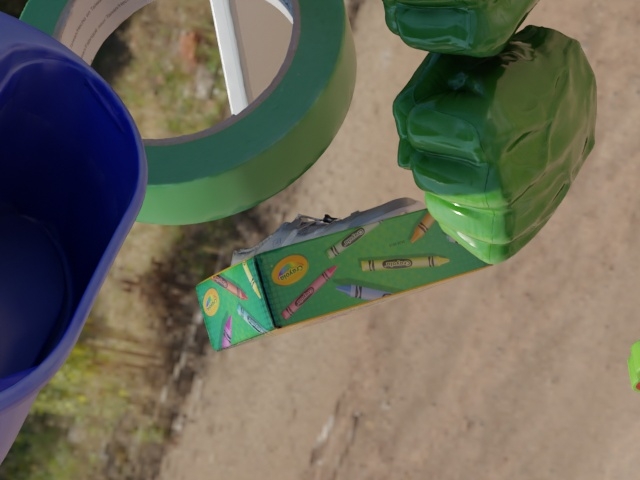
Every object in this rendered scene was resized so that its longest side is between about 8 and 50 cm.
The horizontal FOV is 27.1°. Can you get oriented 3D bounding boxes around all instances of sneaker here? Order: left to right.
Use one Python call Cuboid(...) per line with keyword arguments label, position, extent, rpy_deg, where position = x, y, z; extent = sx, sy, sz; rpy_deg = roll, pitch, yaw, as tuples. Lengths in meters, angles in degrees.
Cuboid(label="sneaker", position=(0.000, 0.000, 1.673), extent=(0.281, 0.105, 0.115), rpy_deg=(-22, 53, 12))

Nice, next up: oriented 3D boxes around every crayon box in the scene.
Cuboid(label="crayon box", position=(0.026, 0.037, 1.431), extent=(0.165, 0.278, 0.081), rpy_deg=(-26, 80, 61))

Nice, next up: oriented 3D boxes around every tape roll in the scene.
Cuboid(label="tape roll", position=(-0.129, -0.171, 1.252), extent=(0.077, 0.321, 0.321), rpy_deg=(70, -160, -61))

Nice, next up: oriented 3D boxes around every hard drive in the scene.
Cuboid(label="hard drive", position=(-0.103, -0.359, 1.911), extent=(0.203, 0.040, 0.307), rpy_deg=(-56, -39, -54))

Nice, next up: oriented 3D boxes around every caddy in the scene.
Cuboid(label="caddy", position=(-0.239, -0.008, 0.751), extent=(0.341, 0.241, 0.179), rpy_deg=(-73, 9, -48))

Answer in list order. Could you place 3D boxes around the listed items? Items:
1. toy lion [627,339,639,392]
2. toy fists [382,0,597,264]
Cuboid(label="toy lion", position=(0.183, 0.044, 0.560), extent=(0.096, 0.100, 0.034), rpy_deg=(84, -178, -60))
Cuboid(label="toy fists", position=(0.098, -0.119, 0.797), extent=(0.142, 0.096, 0.279), rpy_deg=(-50, -39, -46))
